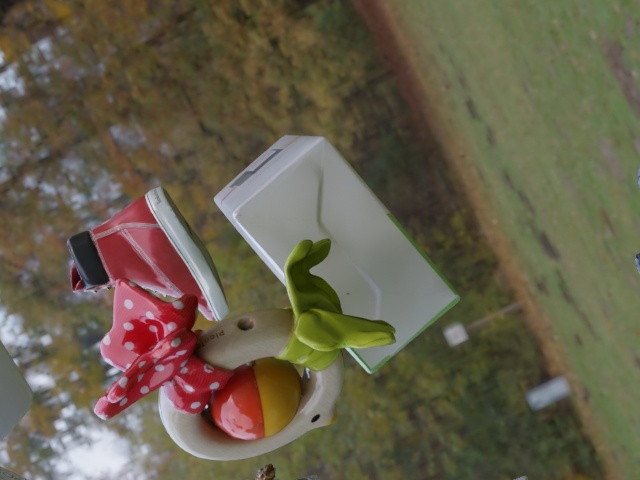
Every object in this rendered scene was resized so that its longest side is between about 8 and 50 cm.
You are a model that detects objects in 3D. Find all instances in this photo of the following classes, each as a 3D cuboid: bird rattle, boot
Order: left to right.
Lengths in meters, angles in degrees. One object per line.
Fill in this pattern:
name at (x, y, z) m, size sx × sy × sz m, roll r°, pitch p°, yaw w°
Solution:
boot at (-0.238, 0.051, 1.689) m, size 0.244 × 0.176 × 0.088 m, roll 60°, pitch -178°, yaw -43°
bird rattle at (-0.062, 0.116, 1.032) m, size 0.143 × 0.253 × 0.207 m, roll 49°, pitch 153°, yaw 41°

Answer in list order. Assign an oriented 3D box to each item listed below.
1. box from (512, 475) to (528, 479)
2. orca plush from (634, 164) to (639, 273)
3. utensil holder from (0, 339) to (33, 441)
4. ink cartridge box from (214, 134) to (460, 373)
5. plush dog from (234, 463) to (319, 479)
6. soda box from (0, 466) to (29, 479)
box at (0.116, 0.347, 1.193) m, size 0.262 × 0.231 × 0.127 m, roll -16°, pitch -97°, yaw -82°
orca plush at (0.483, -0.006, 1.595) m, size 0.102 × 0.151 × 0.287 m, roll 27°, pitch -160°, yaw -24°
utensil holder at (-0.646, 0.153, 1.777) m, size 0.385 × 0.327 × 0.327 m, roll 60°, pitch -174°, yaw -17°
ink cartridge box at (0.000, 0.000, 1.299) m, size 0.207 × 0.119 × 0.353 m, roll 49°, pitch 177°, yaw -9°
plush dog at (-0.092, 0.453, 1.727) m, size 0.210 × 0.262 × 0.225 m, roll 128°, pitch 142°, yaw -50°
soda box at (-0.391, 0.358, 1.622) m, size 0.216 × 0.069 × 0.074 m, roll 27°, pitch 180°, yaw -7°
